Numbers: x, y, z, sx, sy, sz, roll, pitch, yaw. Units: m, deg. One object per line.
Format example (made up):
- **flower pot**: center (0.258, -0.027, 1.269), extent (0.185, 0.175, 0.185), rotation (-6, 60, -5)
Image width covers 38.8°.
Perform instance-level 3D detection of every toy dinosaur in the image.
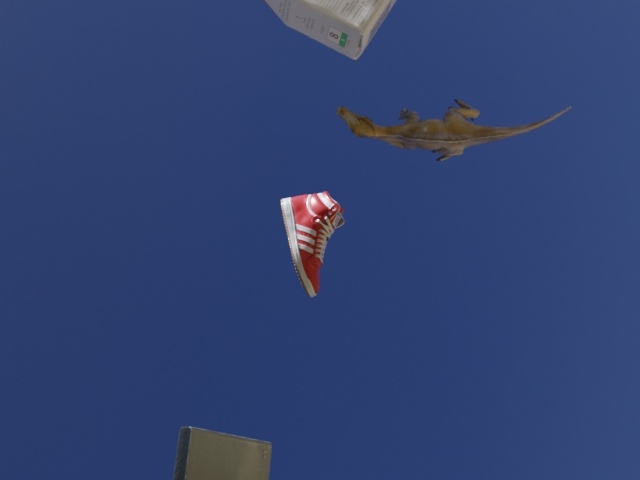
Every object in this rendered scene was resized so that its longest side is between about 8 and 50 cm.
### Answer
- **toy dinosaur**: center (0.107, -0.087, 0.745), extent (0.183, 0.092, 0.053), rotation (1, -78, 9)

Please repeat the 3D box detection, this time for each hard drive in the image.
- **hard drive**: center (-0.110, 0.266, 1.020), extent (0.135, 0.022, 0.094), rotation (25, -116, -47)

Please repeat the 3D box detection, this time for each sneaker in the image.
- **sneaker**: center (0.000, 0.000, 0.983), extent (0.067, 0.042, 0.118), rotation (-15, -112, 2)

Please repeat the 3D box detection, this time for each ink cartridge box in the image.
- **ink cartridge box**: center (-0.016, -0.313, 0.965), extent (0.224, 0.056, 0.181), rotation (27, -118, 6)
